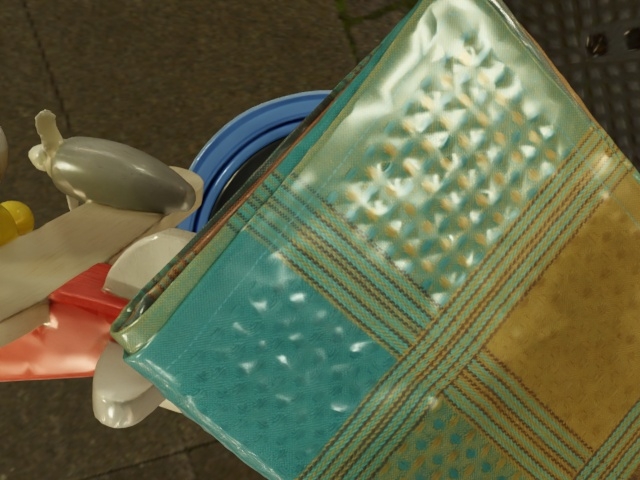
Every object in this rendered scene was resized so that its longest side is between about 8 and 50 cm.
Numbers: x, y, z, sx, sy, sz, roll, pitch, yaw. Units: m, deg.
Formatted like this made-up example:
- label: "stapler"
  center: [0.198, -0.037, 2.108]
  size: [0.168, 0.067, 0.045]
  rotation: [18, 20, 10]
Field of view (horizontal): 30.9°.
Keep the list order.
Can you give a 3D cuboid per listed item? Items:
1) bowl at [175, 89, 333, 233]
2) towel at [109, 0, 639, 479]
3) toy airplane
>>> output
- label: "bowl"
  center: [0.000, 0.000, 1.503]
  size: [0.391, 0.077, 0.391]
  rotation: [-2, 76, 8]
- label: "towel"
  center: [0.097, 0.065, 0.669]
  size: [0.271, 0.040, 0.370]
  rotation: [-47, 116, -1]
- label: "toy airplane"
  center: [-0.249, 0.018, 0.923]
  size: [0.384, 0.386, 0.272]
  rotation: [-18, 105, -13]
